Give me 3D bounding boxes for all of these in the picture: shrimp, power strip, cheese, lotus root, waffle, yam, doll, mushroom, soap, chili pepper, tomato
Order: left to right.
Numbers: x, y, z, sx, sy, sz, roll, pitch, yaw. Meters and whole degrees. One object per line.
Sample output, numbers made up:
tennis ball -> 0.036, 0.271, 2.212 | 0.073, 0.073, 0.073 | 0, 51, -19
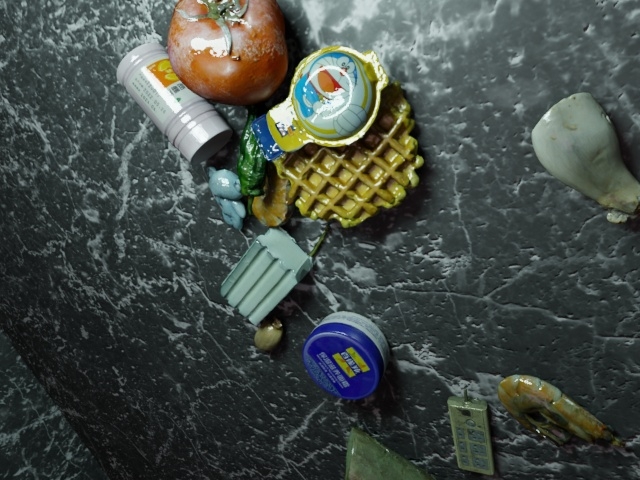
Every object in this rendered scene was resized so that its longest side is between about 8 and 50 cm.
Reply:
tomato -> -0.167, -0.354, 0.785 | 0.232, 0.231, 0.188 | 25, 164, 15
doll -> -0.216, -0.106, 1.048 | 0.120, 0.075, 0.179 | 25, 151, 23
chili pepper -> -0.148, -0.184, 0.903 | 0.122, 0.065, 0.278 | -155, 66, -67
soap -> -0.142, 0.092, 1.090 | 0.150, 0.094, 0.261 | 42, 129, -2
lotus root -> -0.146, 0.269, 1.203 | 0.073, 0.062, 0.150 | 38, 128, 6
shrimp -> -0.114, -0.176, 0.958 | 0.164, 0.062, 0.316 | 25, 123, 25
cheese -> -0.006, -0.239, 0.768 | 0.271, 0.069, 0.176 | -26, 91, 24
waffle -> 0.049, -0.173, 0.832 | 0.301, 0.058, 0.281 | -26, 93, 21
yam -> 0.188, 0.671, 1.175 | 0.305, 0.168, 0.167 | 29, 125, 10
power strip -> 0.372, 0.469, 1.042 | 0.092, 0.034, 0.267 | -2, 114, 30
shrimp -> 0.503, 0.390, 0.916 | 0.254, 0.059, 0.145 | 35, 129, 9
mushroom -> 0.428, -0.121, 0.667 | 0.116, 0.093, 0.225 | -35, 90, 16

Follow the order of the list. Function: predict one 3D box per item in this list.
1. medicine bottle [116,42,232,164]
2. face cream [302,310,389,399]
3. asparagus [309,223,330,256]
medicine bottle -> -0.327, -0.305, 0.958 | 0.133, 0.133, 0.249 | -37, 93, 37
face cream -> 0.067, 0.284, 1.065 | 0.206, 0.111, 0.205 | 12, 119, 22
asparagus -> 0.000, 0.000, 1.011 | 0.014, 0.015, 0.114 | 37, 127, 9
